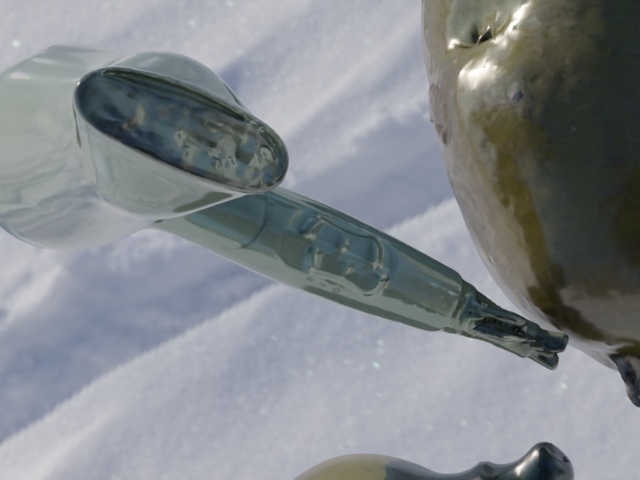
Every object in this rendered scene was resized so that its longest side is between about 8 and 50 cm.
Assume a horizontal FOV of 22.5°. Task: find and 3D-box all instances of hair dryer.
[{"bbox_3d":[0.000,0.000,0.558,0.206,0.237,0.075,7,74,68],"label":"hair dryer"}]

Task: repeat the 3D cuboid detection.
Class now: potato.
[{"bbox_3d":[0.125,-0.054,0.673,0.159,0.174,0.251,-29,54,51],"label":"potato"}]

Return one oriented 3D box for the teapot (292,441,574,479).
[{"bbox_3d":[0.038,0.200,0.723,0.173,0.183,0.269,-100,26,-67],"label":"teapot"}]
